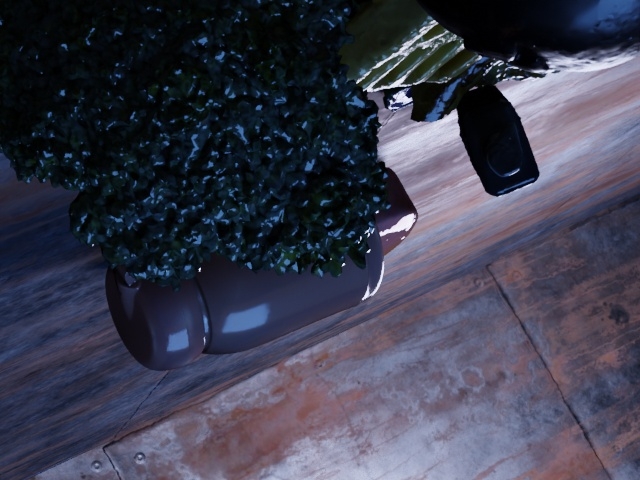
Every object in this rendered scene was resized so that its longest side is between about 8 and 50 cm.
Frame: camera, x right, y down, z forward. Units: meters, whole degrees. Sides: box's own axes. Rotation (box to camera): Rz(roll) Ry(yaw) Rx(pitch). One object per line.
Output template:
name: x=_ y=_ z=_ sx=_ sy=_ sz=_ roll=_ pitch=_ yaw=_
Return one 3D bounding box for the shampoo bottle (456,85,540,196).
shampoo bottle: x=0.191 y=-0.109 z=1.713 sx=0.071 sy=0.098 sz=0.309 roll=-17 pitch=-171 yaw=6

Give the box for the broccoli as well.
broccoli: x=-0.099 y=-0.125 z=0.932 sx=0.221 sy=0.252 sz=0.361 roll=-49 pitch=-150 yaw=1

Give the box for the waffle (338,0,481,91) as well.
waffle: x=0.109 y=-0.197 z=1.399 sx=0.168 sy=0.057 sz=0.274 roll=-33 pitch=172 yaw=30

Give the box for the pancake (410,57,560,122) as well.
pancake: x=0.255 y=-0.220 z=1.610 sx=0.376 sy=0.054 sz=0.197 roll=-28 pitch=157 yaw=2

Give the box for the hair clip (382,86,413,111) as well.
hair clip: x=0.154 y=-0.178 z=1.689 sx=0.195 sy=0.052 sz=0.124 roll=-20 pitch=162 yaw=-15

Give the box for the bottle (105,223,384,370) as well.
bottle: x=-0.092 y=0.022 z=1.726 sx=0.296 sy=0.173 sz=0.206 roll=-21 pitch=136 yaw=-25

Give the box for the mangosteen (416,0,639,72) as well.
mangosteen: x=0.162 y=-0.241 z=1.015 sx=0.228 sy=0.228 sz=0.265 roll=14 pitch=96 yaw=-75

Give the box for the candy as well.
candy: x=0.000 y=0.000 z=2.011 sx=0.255 sy=0.094 sz=0.255 roll=-28 pitch=170 yaw=-5
